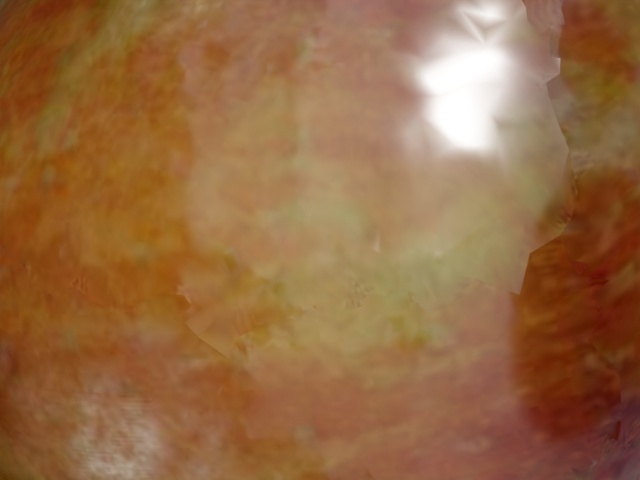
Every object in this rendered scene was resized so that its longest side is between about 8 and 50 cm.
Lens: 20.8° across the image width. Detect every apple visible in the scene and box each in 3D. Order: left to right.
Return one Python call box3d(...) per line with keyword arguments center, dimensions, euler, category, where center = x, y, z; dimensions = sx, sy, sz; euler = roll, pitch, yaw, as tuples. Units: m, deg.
box3d(center=(0.000, 0.000, 0.568), dimensions=(0.301, 0.301, 0.301), euler=(7, 79, -39), category="apple")
